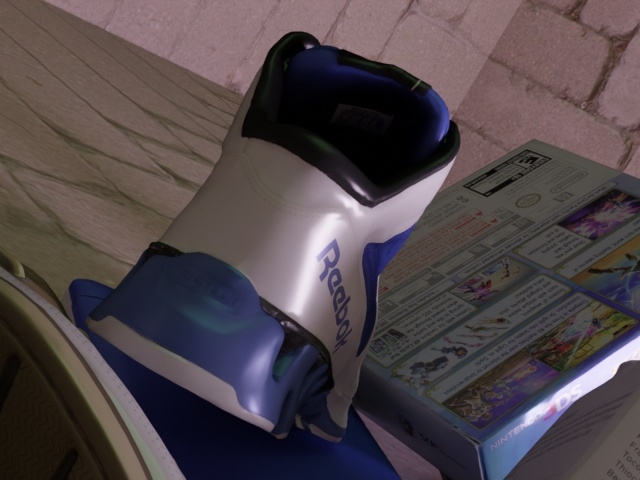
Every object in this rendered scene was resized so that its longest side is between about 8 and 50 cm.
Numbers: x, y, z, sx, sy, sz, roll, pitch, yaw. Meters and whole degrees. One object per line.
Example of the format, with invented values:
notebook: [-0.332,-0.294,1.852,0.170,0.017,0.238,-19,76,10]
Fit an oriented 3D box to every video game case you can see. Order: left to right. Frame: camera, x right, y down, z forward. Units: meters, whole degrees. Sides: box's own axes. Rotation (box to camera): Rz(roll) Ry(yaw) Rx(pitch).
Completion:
video game case: [0.135,0.040,0.905,0.244,0.269,0.061,29,-38,51]

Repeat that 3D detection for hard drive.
hard drive: [-0.029,0.129,0.689,0.210,0.040,0.319,27,9,-22]

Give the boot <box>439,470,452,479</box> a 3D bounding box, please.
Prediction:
boot: [0.162,0.193,0.852,0.189,0.076,0.208,16,3,-4]

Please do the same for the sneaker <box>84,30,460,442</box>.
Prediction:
sneaker: [0.000,0.000,0.688,0.127,0.182,0.315,32,-2,7]

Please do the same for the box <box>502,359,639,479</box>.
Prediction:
box: [0.181,0.161,0.639,0.182,0.119,0.181,43,-18,7]

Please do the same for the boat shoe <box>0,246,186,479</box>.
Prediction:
boat shoe: [-0.142,0.049,0.530,0.302,0.113,0.103,38,12,29]
